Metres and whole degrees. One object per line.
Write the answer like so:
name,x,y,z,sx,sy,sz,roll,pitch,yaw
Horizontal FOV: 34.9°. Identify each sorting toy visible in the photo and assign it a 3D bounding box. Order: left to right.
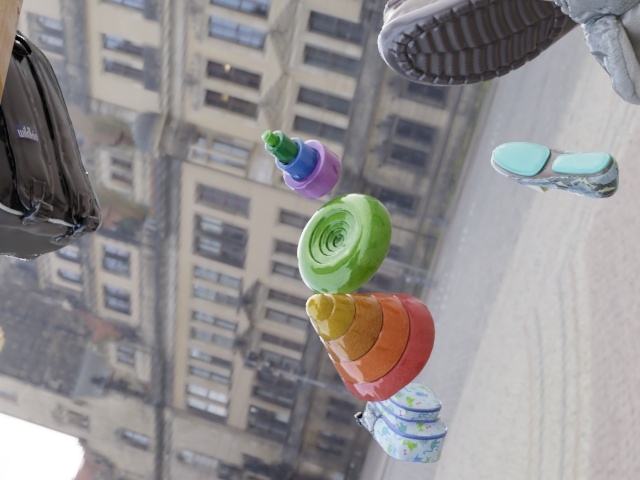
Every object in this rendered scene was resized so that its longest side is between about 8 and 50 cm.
sorting toy,0.000,0.000,1.099,0.127,0.126,0.366,-38,45,19

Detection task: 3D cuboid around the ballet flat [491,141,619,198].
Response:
ballet flat,0.310,-0.087,1.347,0.070,0.188,0.070,-12,-72,-39

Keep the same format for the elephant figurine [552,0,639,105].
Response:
elephant figurine,0.199,-0.176,0.633,0.169,0.239,0.186,-147,44,-70

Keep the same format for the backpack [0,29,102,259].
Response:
backpack,-0.362,-0.109,1.075,0.225,0.191,0.254,17,-122,-70

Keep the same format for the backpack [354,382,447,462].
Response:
backpack,0.121,0.252,1.418,0.114,0.105,0.084,-129,49,-56

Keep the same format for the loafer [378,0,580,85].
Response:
loafer,0.222,-0.283,1.074,0.134,0.365,0.130,70,176,-57

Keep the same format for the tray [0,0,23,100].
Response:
tray,-0.295,-0.050,0.592,0.076,0.202,0.411,54,-153,-48
